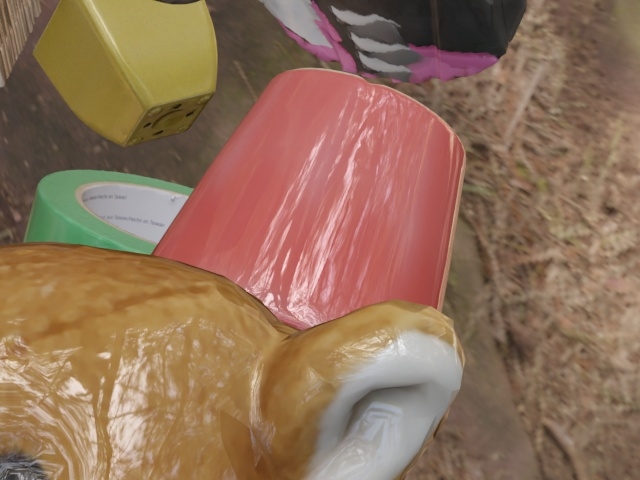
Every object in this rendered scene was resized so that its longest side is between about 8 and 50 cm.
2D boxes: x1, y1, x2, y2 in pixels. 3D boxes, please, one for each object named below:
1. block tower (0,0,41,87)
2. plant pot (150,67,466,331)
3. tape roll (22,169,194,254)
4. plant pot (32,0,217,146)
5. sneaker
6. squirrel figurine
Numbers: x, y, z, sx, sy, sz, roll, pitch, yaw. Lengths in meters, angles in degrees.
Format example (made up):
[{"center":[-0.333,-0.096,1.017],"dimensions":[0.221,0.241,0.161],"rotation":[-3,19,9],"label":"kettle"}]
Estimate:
[{"center":[-0.323,-0.213,1.447],"dimensions":[0.097,0.335,0.091],"rotation":[-8,112,2],"label":"block tower"},{"center":[0.000,0.000,1.393],"dimensions":[0.275,0.275,0.243],"rotation":[32,69,-24],"label":"plant pot"},{"center":[-0.162,0.012,1.731],"dimensions":[0.321,0.321,0.077],"rotation":[12,105,-21],"label":"tape roll"},{"center":[-0.106,-0.104,0.927],"dimensions":[0.081,0.081,0.083],"rotation":[-19,74,-35],"label":"plant pot"},{"center":[-0.002,-0.122,0.585],"dimensions":[0.077,0.178,0.072],"rotation":[-53,156,-34],"label":"sneaker"},{"center":[-0.022,0.189,0.428],"dimensions":[0.397,0.281,0.371],"rotation":[3,85,-34],"label":"squirrel figurine"}]
